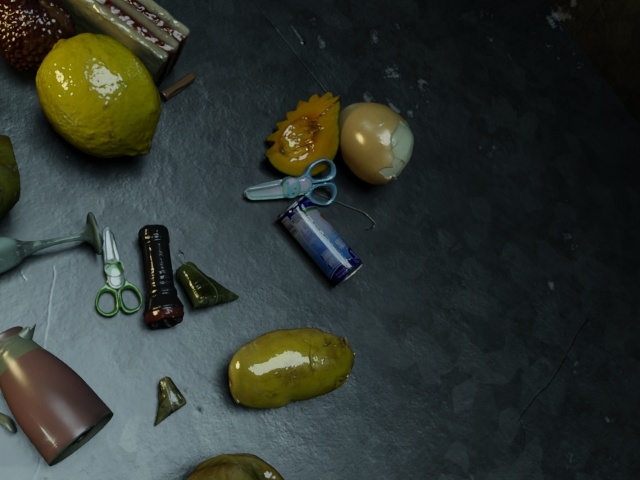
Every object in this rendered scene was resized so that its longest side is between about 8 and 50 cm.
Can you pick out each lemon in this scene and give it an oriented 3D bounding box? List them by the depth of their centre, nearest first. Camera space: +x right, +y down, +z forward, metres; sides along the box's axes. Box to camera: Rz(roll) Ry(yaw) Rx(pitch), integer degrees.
[{"bbox_3d":[-0.491,-0.316,1.482,0.253,0.253,0.310,-43,105,-32],"label":"lemon"}]

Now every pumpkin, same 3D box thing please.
[{"bbox_3d":[-0.034,-0.274,1.776,0.254,0.130,0.149,-43,124,-4],"label":"pumpkin"}]

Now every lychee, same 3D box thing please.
[{"bbox_3d":[-0.662,-0.480,1.516,0.188,0.188,0.188,9,67,-22],"label":"lychee"}]

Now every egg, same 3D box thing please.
[{"bbox_3d":[0.143,-0.270,1.795,0.244,0.201,0.201,42,58,11],"label":"egg"}]

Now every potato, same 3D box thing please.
[{"bbox_3d":[-0.695,-0.126,1.338,0.176,0.141,0.298,18,38,-17],"label":"potato"},{"bbox_3d":[-0.065,0.286,1.509,0.300,0.140,0.173,-8,81,-21],"label":"potato"}]

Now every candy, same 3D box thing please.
[{"bbox_3d":[-0.489,-0.527,1.611,0.320,0.179,0.135,38,60,-6],"label":"candy"}]

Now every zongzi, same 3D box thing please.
[{"bbox_3d":[-0.342,0.344,1.421,0.083,0.040,0.076,-35,80,-14],"label":"zongzi"},{"bbox_3d":[-0.274,0.087,1.555,0.130,0.062,0.154,-9,57,-49],"label":"zongzi"}]

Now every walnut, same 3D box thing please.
[{"bbox_3d":[-0.163,0.560,1.303,0.283,0.283,0.227,64,19,8],"label":"walnut"}]

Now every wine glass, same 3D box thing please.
[{"bbox_3d":[-0.664,-0.041,1.421,0.309,0.096,0.264,-14,53,-28],"label":"wine glass"}]

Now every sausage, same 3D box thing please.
[{"bbox_3d":[-0.367,-0.400,1.706,0.026,0.026,0.116,46,58,-3],"label":"sausage"}]

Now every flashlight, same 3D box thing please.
[{"bbox_3d":[-0.364,0.078,1.488,0.093,0.093,0.232,-2,65,-26],"label":"flashlight"}]

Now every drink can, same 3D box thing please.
[{"bbox_3d":[0.000,0.000,1.679,0.235,0.097,0.097,49,58,0],"label":"drink can"}]

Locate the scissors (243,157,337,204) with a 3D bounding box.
[{"bbox_3d":[-0.076,-0.139,1.720,0.256,0.030,0.125,-11,110,-20],"label":"scissors"}]

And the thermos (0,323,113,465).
[{"bbox_3d":[-0.555,0.298,1.284,0.176,0.146,0.265,-44,83,-6],"label":"thermos"}]

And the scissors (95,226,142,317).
[{"bbox_3d":[-0.460,0.068,1.475,0.101,0.027,0.204,-5,74,-28],"label":"scissors"}]
